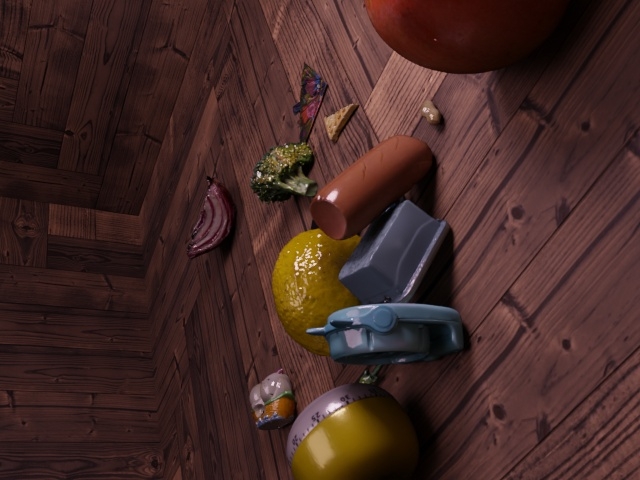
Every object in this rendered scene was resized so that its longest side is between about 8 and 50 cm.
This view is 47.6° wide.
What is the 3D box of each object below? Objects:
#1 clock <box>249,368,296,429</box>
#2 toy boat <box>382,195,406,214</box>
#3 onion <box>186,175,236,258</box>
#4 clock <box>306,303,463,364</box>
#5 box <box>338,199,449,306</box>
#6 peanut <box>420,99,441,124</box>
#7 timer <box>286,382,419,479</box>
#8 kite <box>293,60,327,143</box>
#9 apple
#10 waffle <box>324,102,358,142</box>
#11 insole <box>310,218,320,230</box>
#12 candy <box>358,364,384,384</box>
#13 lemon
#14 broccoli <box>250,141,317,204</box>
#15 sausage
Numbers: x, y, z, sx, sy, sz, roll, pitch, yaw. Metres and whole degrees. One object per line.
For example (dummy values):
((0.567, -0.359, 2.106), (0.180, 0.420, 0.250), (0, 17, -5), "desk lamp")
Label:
((-0.136, 0.451, 2.044), (0.231, 0.103, 0.144), (-43, 44, 50), "clock")
((0.158, -0.087, 1.637), (0.061, 0.060, 0.137), (-38, 50, 27), "toy boat")
((-0.385, -0.084, 2.694), (0.280, 0.146, 0.314), (-84, 8, -76), "onion")
((0.116, 0.186, 1.400), (0.223, 0.274, 0.094), (145, 125, -59), "clock")
((0.149, 0.036, 1.468), (0.227, 0.130, 0.162), (-57, 13, -29), "box")
((0.238, -0.273, 1.556), (0.083, 0.037, 0.037), (-115, 41, -54), "peanut")
((0.087, 0.446, 1.422), (0.285, 0.285, 0.285), (-29, 57, 59), "timer")
((-0.030, -0.419, 2.179), (0.234, 0.016, 0.321), (-24, 63, 59), "kite")
((0.258, -0.455, 1.242), (0.364, 0.364, 0.364), (-29, 57, 59), "apple")
((0.054, -0.349, 1.969), (0.153, 0.023, 0.097), (125, 142, -46), "waffle")
((0.000, 0.000, 1.923), (0.322, 0.007, 0.109), (-104, 35, -62), "insole")
((0.112, 0.307, 1.629), (0.262, 0.073, 0.077), (-59, 23, 28), "candy")
((0.020, 0.119, 1.633), (0.322, 0.268, 0.268), (-101, 31, -41), "lemon")
((-0.084, -0.182, 2.110), (0.220, 0.194, 0.194), (-58, 27, -3), "broccoli")
((0.112, -0.120, 1.507), (0.121, 0.304, 0.121), (33, 145, 27), "sausage")
